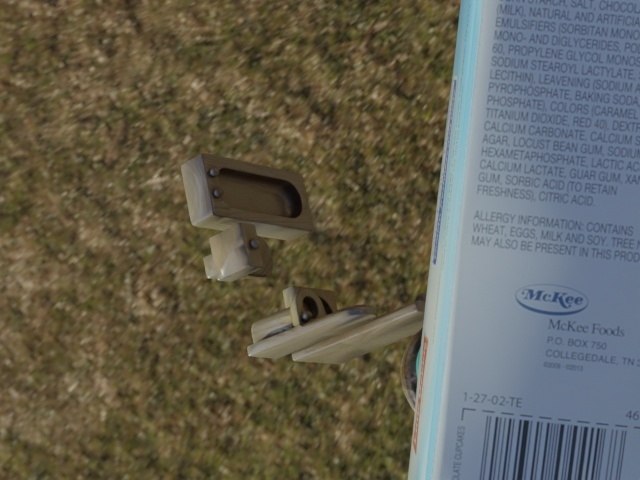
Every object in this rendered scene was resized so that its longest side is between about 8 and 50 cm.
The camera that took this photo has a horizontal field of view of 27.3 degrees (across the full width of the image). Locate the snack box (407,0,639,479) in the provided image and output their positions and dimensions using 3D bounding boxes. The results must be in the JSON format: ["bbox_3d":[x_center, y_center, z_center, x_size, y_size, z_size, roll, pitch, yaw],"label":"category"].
[{"bbox_3d":[0.192,-0.003,0.340,0.322,0.060,0.187,6,96,0],"label":"snack box"}]

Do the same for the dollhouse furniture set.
[{"bbox_3d":[0.000,0.000,0.983,0.123,0.144,0.151,-24,69,35],"label":"dollhouse furniture set"}]

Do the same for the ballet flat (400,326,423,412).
[{"bbox_3d":[0.216,0.101,0.880,0.342,0.124,0.116,-3,76,-7],"label":"ballet flat"}]
